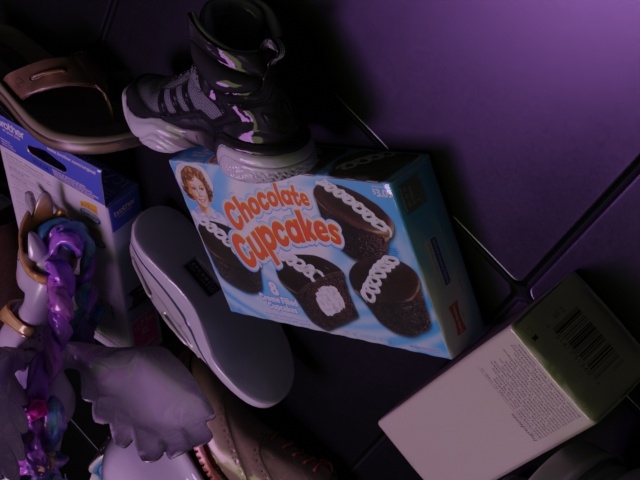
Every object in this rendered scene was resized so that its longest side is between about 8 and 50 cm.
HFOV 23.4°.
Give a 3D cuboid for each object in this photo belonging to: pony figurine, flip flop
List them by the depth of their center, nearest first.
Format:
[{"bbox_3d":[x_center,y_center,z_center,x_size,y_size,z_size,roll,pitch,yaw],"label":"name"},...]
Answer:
[{"bbox_3d":[-0.281,-0.174,1.645,0.277,0.112,0.080,38,131,31],"label":"flip flop"},{"bbox_3d":[-0.320,0.170,1.753,0.363,0.302,0.351,-64,39,39],"label":"pony figurine"}]

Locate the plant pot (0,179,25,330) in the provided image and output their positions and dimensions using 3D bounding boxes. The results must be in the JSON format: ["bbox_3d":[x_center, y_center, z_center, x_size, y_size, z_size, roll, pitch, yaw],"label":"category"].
[{"bbox_3d":[-0.449,0.037,1.976,0.215,0.215,0.230,37,130,23],"label":"plant pot"}]

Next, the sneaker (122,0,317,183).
[{"bbox_3d":[-0.101,-0.156,1.436,0.268,0.101,0.153,25,127,48],"label":"sneaker"}]

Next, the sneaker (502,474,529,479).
[{"bbox_3d":[0.261,0.342,1.468,0.281,0.115,0.105,60,173,19],"label":"sneaker"}]

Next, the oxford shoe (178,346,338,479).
[{"bbox_3d":[-0.046,0.263,1.782,0.130,0.123,0.348,-29,91,21],"label":"oxford shoe"}]

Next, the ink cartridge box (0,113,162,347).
[{"bbox_3d":[-0.284,-0.012,1.826,0.185,0.065,0.311,29,144,30],"label":"ink cartridge box"}]

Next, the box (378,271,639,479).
[{"bbox_3d":[0.167,0.139,1.380,0.113,0.094,0.275,50,148,3],"label":"box"}]

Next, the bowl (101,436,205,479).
[{"bbox_3d":[-0.188,0.345,1.885,0.298,0.134,0.298,58,172,14],"label":"bowl"}]

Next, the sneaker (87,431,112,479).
[{"bbox_3d":[-0.282,0.324,2.167,0.073,0.063,0.162,26,147,7],"label":"sneaker"}]

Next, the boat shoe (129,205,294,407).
[{"bbox_3d":[-0.121,0.079,1.699,0.258,0.095,0.084,57,153,13],"label":"boat shoe"}]

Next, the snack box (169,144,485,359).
[{"bbox_3d":[0.000,0.000,1.485,0.322,0.060,0.187,8,127,48],"label":"snack box"}]

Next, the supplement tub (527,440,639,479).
[{"bbox_3d":[0.305,0.334,1.260,0.331,0.241,0.241,31,142,30],"label":"supplement tub"}]
